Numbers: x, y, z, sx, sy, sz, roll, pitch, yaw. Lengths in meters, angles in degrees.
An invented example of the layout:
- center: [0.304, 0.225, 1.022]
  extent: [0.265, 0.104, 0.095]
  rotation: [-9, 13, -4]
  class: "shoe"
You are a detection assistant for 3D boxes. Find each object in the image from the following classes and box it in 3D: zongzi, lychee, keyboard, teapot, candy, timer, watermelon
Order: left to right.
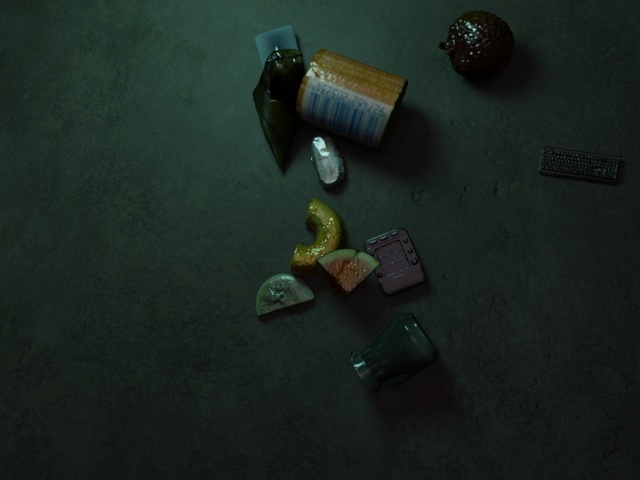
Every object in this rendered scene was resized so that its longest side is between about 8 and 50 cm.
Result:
- center: [-0.139, -0.628, 1.616]
  extent: [0.138, 0.071, 0.174]
  rotation: [-15, 80, 6]
  class: "candy"
- center: [-0.116, -0.400, 1.488]
  extent: [0.139, 0.286, 0.299]
  rotation: [-4, 82, -18]
  class: "zongzi"
- center: [0.065, 0.090, 1.450]
  extent: [0.145, 0.137, 0.193]
  rotation: [45, 117, 6]
  class: "watermelon"
- center: [0.231, 0.065, 1.490]
  extent: [0.144, 0.055, 0.187]
  rotation: [-22, 85, 7]
  class: "timer"
- center: [0.223, 0.342, 1.411]
  extent: [0.225, 0.171, 0.203]
  rotation: [-36, 110, 9]
  class: "teapot"
- center: [0.475, -0.599, 1.473]
  extent: [0.238, 0.200, 0.200]
  rotation: [-7, 82, -8]
  class: "lychee"
- center: [0.792, -0.232, 1.466]
  extent: [0.230, 0.025, 0.093]
  rotation: [10, 87, 9]
  class: "keyboard"

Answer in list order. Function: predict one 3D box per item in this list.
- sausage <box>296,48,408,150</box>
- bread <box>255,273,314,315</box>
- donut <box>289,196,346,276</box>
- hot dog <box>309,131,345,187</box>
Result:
- center: [0.097, -0.431, 1.478]
  extent: [0.287, 0.233, 0.233]
  rotation: [22, 86, 9]
  class: "sausage"
- center: [-0.125, 0.162, 1.532]
  extent: [0.193, 0.036, 0.112]
  rotation: [-17, 80, 5]
  class: "bread"
- center: [0.006, -0.003, 1.512]
  extent: [0.152, 0.101, 0.258]
  rotation: [16, 81, 4]
  class: "donut"
- center: [0.019, -0.267, 1.560]
  extent: [0.099, 0.053, 0.192]
  rotation: [-18, 78, 4]
  class: "hot dog"
